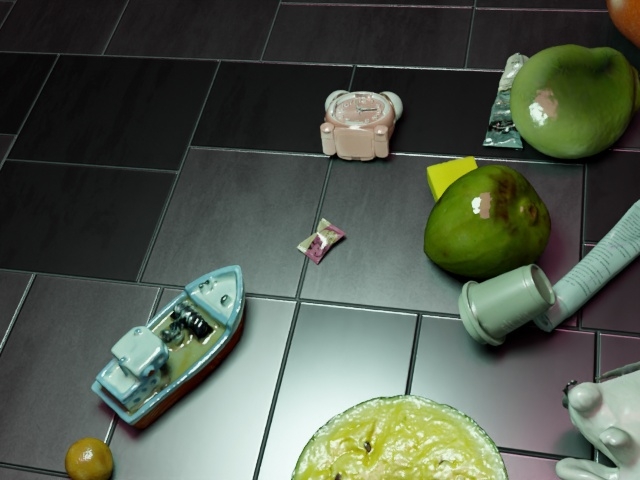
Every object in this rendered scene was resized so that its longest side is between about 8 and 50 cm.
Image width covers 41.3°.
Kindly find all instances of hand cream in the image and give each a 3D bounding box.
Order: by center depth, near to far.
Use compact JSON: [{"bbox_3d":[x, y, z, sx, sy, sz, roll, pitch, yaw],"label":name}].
[{"bbox_3d":[0.501,0.039,1.507,0.331,0.058,0.085,-40,54,-17],"label":"hand cream"},{"bbox_3d":[0.400,-0.291,1.771,0.075,0.052,0.247,-5,57,35],"label":"hand cream"}]

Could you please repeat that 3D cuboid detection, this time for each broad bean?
[{"bbox_3d":[0.505,-0.283,1.683,0.291,0.119,0.238,-37,79,-19],"label":"broad bean"}]

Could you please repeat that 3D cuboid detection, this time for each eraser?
[{"bbox_3d":[0.269,-0.096,1.651,0.097,0.045,0.122,-13,55,0],"label":"eraser"}]

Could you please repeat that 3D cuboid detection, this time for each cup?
[{"bbox_3d":[0.316,0.104,1.433,0.141,0.120,0.120,-30,47,33],"label":"cup"}]

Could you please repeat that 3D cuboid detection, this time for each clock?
[{"bbox_3d":[0.084,-0.246,1.769,0.166,0.092,0.162,4,47,13],"label":"clock"}]

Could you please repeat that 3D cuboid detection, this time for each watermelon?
[{"bbox_3d":[0.112,0.408,1.245,0.331,0.189,0.330,-10,37,7],"label":"watermelon"}]

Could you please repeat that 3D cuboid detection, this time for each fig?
[{"bbox_3d":[0.287,-0.024,1.527,0.225,0.203,0.203,-26,42,43],"label":"fig"}]

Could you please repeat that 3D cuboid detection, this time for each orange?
[{"bbox_3d":[-0.388,0.373,1.424,0.085,0.085,0.085,-5,55,7],"label":"orange"}]

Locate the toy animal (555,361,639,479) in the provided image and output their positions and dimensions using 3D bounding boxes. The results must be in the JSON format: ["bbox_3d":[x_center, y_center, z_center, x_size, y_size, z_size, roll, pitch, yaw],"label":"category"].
[{"bbox_3d":[0.473,0.322,1.251,0.249,0.174,0.289,2,54,-3],"label":"toy animal"}]

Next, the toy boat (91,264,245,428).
[{"bbox_3d":[-0.254,0.170,1.505,0.145,0.133,0.332,34,67,29],"label":"toy boat"}]

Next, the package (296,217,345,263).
[{"bbox_3d":[0.000,0.000,1.643,0.059,0.029,0.083,37,79,21],"label":"package"}]

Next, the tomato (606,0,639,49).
[{"bbox_3d":[0.747,-0.516,1.728,0.341,0.272,0.341,13,41,-12],"label":"tomato"}]
